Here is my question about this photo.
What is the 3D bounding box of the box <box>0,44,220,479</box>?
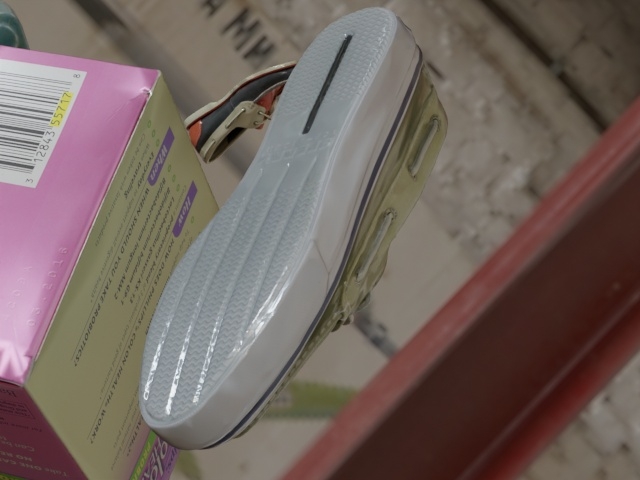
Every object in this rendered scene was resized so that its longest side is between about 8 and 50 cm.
[{"bbox_3d":[-0.156,0.040,1.095,0.117,0.213,0.243,10,-28,18],"label":"box"}]

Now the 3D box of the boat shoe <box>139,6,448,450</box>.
[{"bbox_3d":[0.000,0.000,1.015,0.109,0.302,0.094,-5,-42,46],"label":"boat shoe"}]

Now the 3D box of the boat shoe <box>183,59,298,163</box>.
[{"bbox_3d":[-0.064,-0.115,1.564,0.049,0.137,0.043,-11,74,-54],"label":"boat shoe"}]

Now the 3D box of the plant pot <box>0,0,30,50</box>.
[{"bbox_3d":[-0.329,-0.068,1.429,0.252,0.247,0.248,-21,-92,55],"label":"plant pot"}]
